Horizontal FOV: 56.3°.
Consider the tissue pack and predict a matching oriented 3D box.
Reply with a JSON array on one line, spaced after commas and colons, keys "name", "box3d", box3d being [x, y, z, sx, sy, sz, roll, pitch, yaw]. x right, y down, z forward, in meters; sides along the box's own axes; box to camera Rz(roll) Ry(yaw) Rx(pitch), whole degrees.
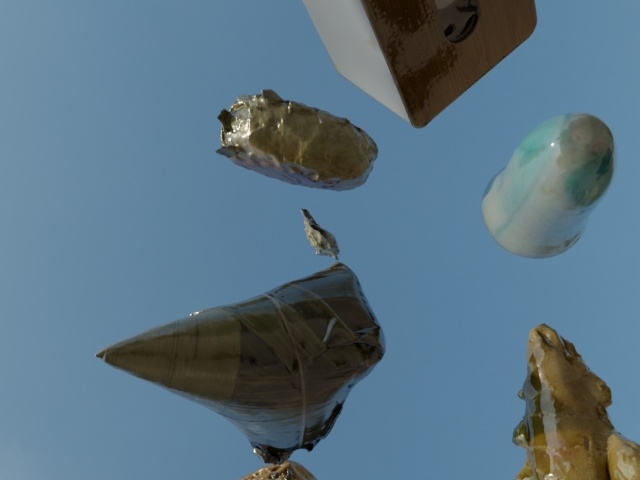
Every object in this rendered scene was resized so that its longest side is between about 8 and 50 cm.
[{"name": "tissue pack", "box3d": [0.065, -0.250, 0.511, 0.159, 0.136, 0.246, -41, -43, -4]}]

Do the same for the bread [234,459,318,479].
[{"name": "bread", "box3d": [-0.071, 0.548, 1.197, 0.210, 0.099, 0.235, -29, -71, 17]}]

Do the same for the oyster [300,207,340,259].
[{"name": "oyster", "box3d": [0.003, 0.000, 1.234, 0.053, 0.108, 0.166, -50, -28, -4]}]

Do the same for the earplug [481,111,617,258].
[{"name": "earplug", "box3d": [0.359, -0.100, 0.915, 0.184, 0.324, 0.185, -2, -106, 8]}]

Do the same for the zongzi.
[{"name": "zongzi", "box3d": [-0.107, 0.175, 0.690, 0.317, 0.154, 0.290, -4, -46, -31]}]

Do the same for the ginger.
[{"name": "ginger", "box3d": [0.231, 0.182, 0.560, 0.081, 0.206, 0.115, 12, -57, -17]}]

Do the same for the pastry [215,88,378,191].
[{"name": "pastry", "box3d": [-0.040, -0.180, 1.179, 0.329, 0.329, 0.137, 18, -91, -28]}]
